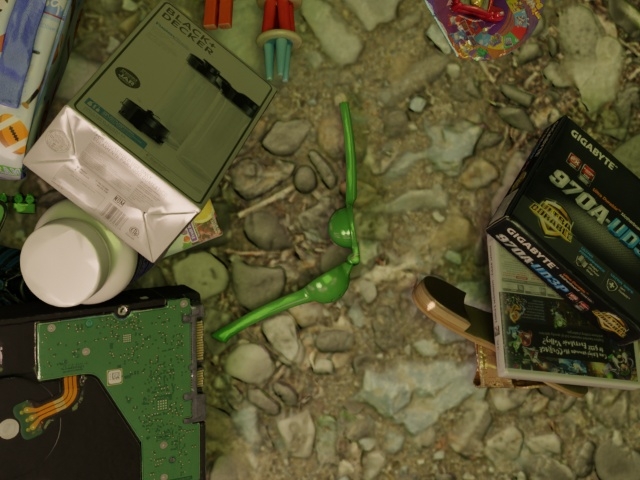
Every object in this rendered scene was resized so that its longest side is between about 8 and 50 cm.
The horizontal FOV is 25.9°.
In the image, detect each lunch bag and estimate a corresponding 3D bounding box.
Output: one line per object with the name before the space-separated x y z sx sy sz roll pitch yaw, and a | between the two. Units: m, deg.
lunch bag | -0.311 -0.213 1.429 0.115 0.243 0.303 15 88 -11

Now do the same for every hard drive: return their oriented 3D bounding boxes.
hard drive | -0.284 0.180 1.459 0.339 0.064 0.237 -7 106 -27

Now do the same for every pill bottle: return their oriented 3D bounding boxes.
pill bottle | -0.230 0.003 1.425 0.112 0.187 0.112 3 105 12

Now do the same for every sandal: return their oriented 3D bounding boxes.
sandal | 0.193 0.133 1.625 0.240 0.088 0.079 32 117 -14

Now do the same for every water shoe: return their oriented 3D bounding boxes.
water shoe | -0.335 0.039 1.505 0.203 0.080 0.073 3 89 -11

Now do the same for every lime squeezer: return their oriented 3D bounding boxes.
lime squeezer | 0.000 0.000 1.597 0.110 0.059 0.310 27 86 20

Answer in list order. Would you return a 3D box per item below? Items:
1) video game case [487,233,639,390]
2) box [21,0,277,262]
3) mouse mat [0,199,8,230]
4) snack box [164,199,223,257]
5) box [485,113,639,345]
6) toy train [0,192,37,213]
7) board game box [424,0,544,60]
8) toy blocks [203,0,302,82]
video game case | 0.282 0.081 1.613 0.190 0.022 0.173 8 67 -24
box | -0.167 -0.123 1.441 0.169 0.290 0.087 39 122 -8
mouse mat | -0.430 0.025 1.493 0.152 0.007 0.190 20 87 15
snack box | -0.192 -0.027 1.556 0.141 0.037 0.100 -21 92 -9
box | 0.318 -0.011 1.622 0.220 0.051 0.175 40 59 -9
toy train | -0.354 -0.040 1.535 0.083 0.017 0.024 1 100 -11
board game box | 0.191 -0.298 1.638 0.133 0.033 0.169 -32 96 -10
toy blocks | -0.079 -0.252 1.546 0.123 0.054 0.148 7 70 -21
